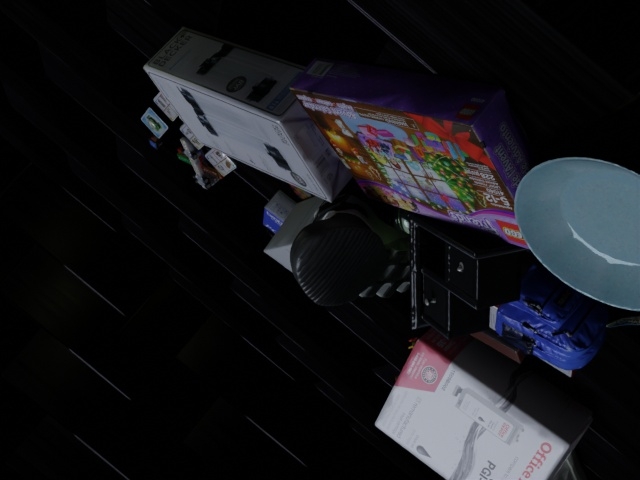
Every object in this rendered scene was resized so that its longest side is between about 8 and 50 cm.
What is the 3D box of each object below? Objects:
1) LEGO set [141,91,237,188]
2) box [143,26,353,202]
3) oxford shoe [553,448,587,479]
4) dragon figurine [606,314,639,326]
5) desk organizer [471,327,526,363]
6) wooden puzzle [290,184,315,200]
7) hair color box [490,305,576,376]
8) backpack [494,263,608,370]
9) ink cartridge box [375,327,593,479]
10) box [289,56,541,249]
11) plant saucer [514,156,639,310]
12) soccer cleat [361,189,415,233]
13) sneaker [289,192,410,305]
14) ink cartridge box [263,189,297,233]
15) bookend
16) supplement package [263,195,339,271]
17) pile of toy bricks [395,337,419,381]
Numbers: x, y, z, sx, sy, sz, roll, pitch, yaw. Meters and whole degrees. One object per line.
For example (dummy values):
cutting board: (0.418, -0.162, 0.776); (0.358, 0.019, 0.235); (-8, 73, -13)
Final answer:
LEGO set: (-0.234, -0.182, 1.720); (0.182, 0.060, 0.244); (48, 156, -8)
box: (-0.090, -0.174, 1.288); (0.290, 0.087, 0.169); (25, 159, 41)
oxford shoe: (0.369, 0.388, 1.733); (0.169, 0.130, 0.449); (29, 159, 47)
dragon figurine: (0.418, 0.103, 0.885); (0.289, 0.085, 0.144); (32, 163, 25)
desk organizer: (0.251, 0.125, 1.417); (0.130, 0.047, 0.050); (30, 164, 32)
wooden puzzle: (-0.029, -0.081, 1.561); (0.049, 0.006, 0.083); (26, 160, 42)
hair color box: (0.278, 0.105, 1.283); (0.167, 0.053, 0.093); (31, 164, 24)
backpack: (0.283, 0.095, 1.158); (0.120, 0.098, 0.101); (34, 160, 24)
ink cartridge box: (0.259, 0.288, 1.544); (0.283, 0.117, 0.207); (34, 123, 20)
box: (0.117, -0.100, 1.069); (0.293, 0.057, 0.201); (21, 157, 49)
plant saucer: (0.282, -0.014, 0.921); (0.195, 0.037, 0.195); (30, 149, 20)
soccer cleat: (0.135, -0.029, 1.248); (0.179, 0.060, 0.072); (38, 149, -1)
sneaker: (0.025, 0.001, 1.298); (0.146, 0.122, 0.330); (45, -166, 22)
ink cartridge box: (-0.007, 0.004, 1.674); (0.207, 0.046, 0.097); (38, 164, 7)
bookend: (0.173, 0.056, 1.144); (0.156, 0.072, 0.157); (-141, 44, -60)
supplement package: (0.000, 0.000, 1.519); (0.105, 0.105, 0.179); (36, 165, -13)
pile of toy bricks: (0.191, 0.230, 1.791); (0.212, 0.118, 0.105); (56, -161, -74)
